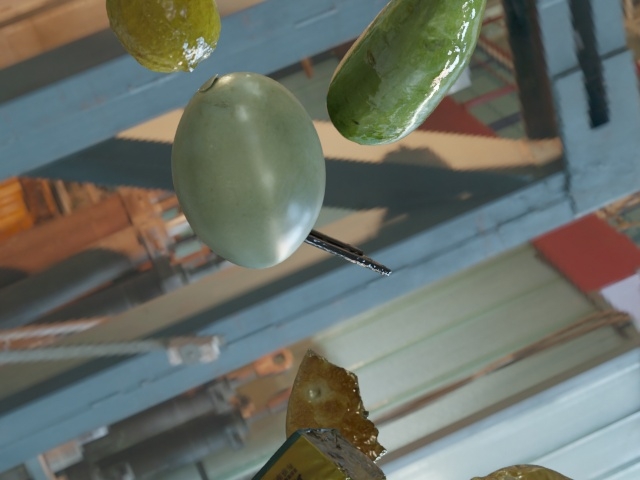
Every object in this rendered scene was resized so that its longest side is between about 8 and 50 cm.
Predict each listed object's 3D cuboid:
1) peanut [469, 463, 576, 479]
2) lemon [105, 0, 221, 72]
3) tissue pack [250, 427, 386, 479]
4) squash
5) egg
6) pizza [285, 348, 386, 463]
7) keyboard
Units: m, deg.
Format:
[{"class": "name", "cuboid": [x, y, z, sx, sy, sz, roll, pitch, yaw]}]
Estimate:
[{"class": "peanut", "cuboid": [0.300, 0.363, 1.433, 0.253, 0.122, 0.137, 26, 23, -3]}, {"class": "lemon", "cuboid": [-0.252, -0.365, 1.782, 0.180, 0.181, 0.193, 80, -14, -61]}, {"class": "tissue pack", "cuboid": [-0.030, 0.258, 1.033, 0.082, 0.169, 0.120, 44, 7, 21]}, {"class": "squash", "cuboid": [0.099, -0.197, 1.168, 0.118, 0.118, 0.370, 65, -23, 9]}, {"class": "egg", "cuboid": [-0.087, -0.083, 1.356, 0.186, 0.187, 0.253, -130, -154, -65]}, {"class": "pizza", "cuboid": [0.015, 0.269, 1.543, 0.056, 0.134, 0.271, 50, 15, -51]}, {"class": "keyboard", "cuboid": [0.000, 0.000, 1.805, 0.101, 0.018, 0.310, 32, 6, 38]}]
